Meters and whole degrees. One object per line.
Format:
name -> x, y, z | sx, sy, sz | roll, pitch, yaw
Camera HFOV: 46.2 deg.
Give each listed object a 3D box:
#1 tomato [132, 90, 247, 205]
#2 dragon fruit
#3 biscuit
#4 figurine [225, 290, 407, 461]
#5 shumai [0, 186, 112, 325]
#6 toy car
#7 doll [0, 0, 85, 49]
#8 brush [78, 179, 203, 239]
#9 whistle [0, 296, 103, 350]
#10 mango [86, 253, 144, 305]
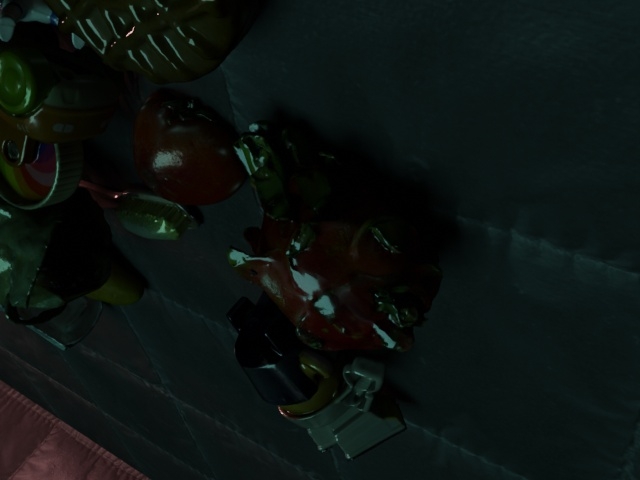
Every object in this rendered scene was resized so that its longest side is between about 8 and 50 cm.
tomato -> -0.173, -0.100, 0.922 | 0.159, 0.091, 0.139 | 29, 149, 13
dragon fruit -> 0.007, -0.006, 0.778 | 0.200, 0.198, 0.269 | -1, 117, 62
biscuit -> -0.189, -0.292, 0.676 | 0.332, 0.103, 0.332 | 28, 148, 19
figurine -> -0.017, 0.191, 1.082 | 0.308, 0.143, 0.309 | 11, 139, 10
shumai -> -0.488, -0.015, 1.141 | 0.348, 0.395, 0.395 | 26, 150, -6
toy car -> -0.369, -0.149, 0.931 | 0.235, 0.145, 0.235 | 8, 107, 29
doll -> -0.345, -0.276, 0.869 | 0.227, 0.114, 0.057 | 48, 135, 41
brush -> -0.308, -0.048, 1.166 | 0.312, 0.067, 0.072 | 13, 141, 41
whistle -> -0.657, 0.068, 1.592 | 0.404, 0.168, 0.188 | 24, 147, 16
mango -> -0.431, 0.046, 1.392 | 0.227, 0.099, 0.136 | 38, 144, -14
